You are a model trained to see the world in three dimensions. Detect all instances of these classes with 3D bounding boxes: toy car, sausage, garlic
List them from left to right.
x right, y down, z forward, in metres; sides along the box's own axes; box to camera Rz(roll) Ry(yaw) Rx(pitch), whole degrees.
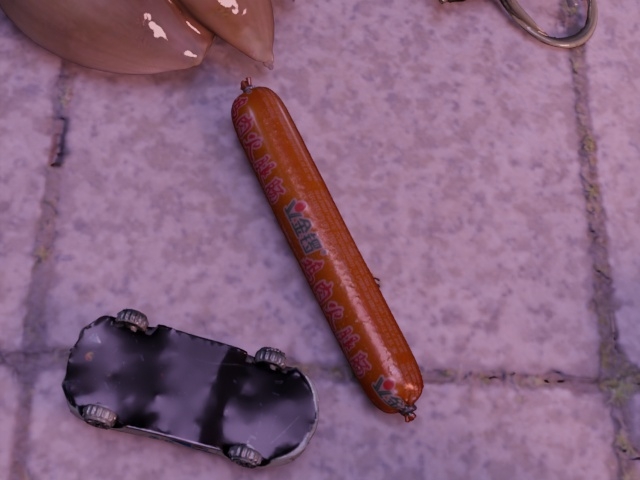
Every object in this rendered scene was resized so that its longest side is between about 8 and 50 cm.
[{"bbox_3d":[-0.175,-0.284,1.016,0.279,0.132,0.325,-29,67,-12],"label":"garlic"},{"bbox_3d":[-0.102,0.122,0.866,0.205,0.056,0.095,16,63,-5],"label":"toy car"},{"bbox_3d":[0.000,0.000,0.943,0.053,0.053,0.348,-20,69,-18],"label":"sausage"}]

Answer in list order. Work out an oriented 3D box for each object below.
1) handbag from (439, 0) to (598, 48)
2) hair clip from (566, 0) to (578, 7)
[{"bbox_3d":[0.201,-0.345,1.119,0.241,0.109,0.315,-17,72,-16],"label":"handbag"},{"bbox_3d":[0.247,-0.289,1.078,0.039,0.030,0.115,-10,83,-17],"label":"hair clip"}]
